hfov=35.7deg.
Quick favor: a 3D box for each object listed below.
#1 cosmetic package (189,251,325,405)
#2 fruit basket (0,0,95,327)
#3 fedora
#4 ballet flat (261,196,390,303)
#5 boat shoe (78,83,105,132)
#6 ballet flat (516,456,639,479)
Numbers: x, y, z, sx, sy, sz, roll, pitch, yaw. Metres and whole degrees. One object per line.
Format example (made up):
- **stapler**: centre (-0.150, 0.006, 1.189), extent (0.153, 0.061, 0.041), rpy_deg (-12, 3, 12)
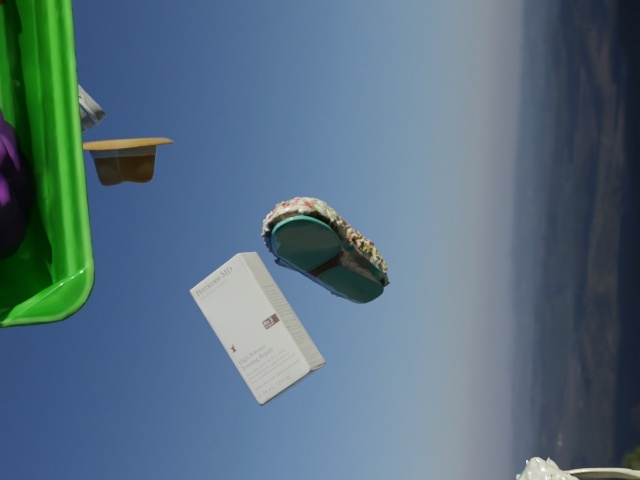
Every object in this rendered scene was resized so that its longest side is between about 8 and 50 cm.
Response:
- **cosmetic package**: centre (-0.105, 0.145, 1.663), extent (0.231, 0.117, 0.085), rpy_deg (55, -164, 9)
- **fruit basket**: centre (-0.294, -0.120, 0.610), extent (0.392, 0.283, 0.392), rpy_deg (175, 90, -76)
- **fedora**: centre (-0.342, -0.138, 1.739), extent (0.194, 0.194, 0.079), rpy_deg (-26, -67, -76)
- **ballet flat**: centre (0.000, 0.000, 1.096), extent (0.241, 0.091, 0.077), rpy_deg (44, -154, -55)
- **boat shoe**: centre (-0.354, -0.239, 1.118), extent (0.320, 0.103, 0.118), rpy_deg (59, 173, 17)
- **ballet flat**: centre (0.428, 0.360, 1.237), extent (0.147, 0.409, 0.147), rpy_deg (-164, 90, -86)
